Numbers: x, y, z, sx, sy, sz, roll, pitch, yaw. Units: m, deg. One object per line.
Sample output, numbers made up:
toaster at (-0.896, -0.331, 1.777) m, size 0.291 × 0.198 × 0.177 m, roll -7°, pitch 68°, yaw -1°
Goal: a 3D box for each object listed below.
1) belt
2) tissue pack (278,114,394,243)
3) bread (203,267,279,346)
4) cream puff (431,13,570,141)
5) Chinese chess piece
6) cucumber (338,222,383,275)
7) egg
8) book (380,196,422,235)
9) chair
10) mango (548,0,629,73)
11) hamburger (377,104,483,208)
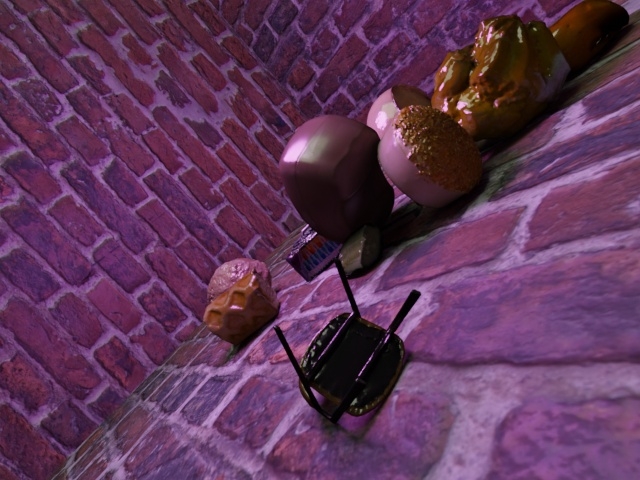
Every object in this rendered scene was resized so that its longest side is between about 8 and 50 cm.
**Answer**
belt at (0.000, 0.000, 1.611) m, size 0.295 × 0.160 × 0.207 m, roll -42°, pitch 9°, yaw -3°
tissue pack at (0.042, -0.172, 1.249) m, size 0.277 × 0.387 × 0.267 m, roll 17°, pitch 66°, yaw 31°
bread at (-0.286, 0.247, 1.553) m, size 0.252 × 0.238 × 0.196 m, roll -36°, pitch 44°, yaw 1°
cream puff at (0.484, -0.474, 1.183) m, size 0.378 × 0.275 × 0.378 m, roll -18°, pitch 40°, yaw 16°
Chinese chess piece at (0.312, -0.350, 1.350) m, size 0.140 × 0.338 × 0.338 m, roll -48°, pitch 3°, yaw 41°
cucumber at (0.116, 0.037, 1.191) m, size 0.086 × 0.115 × 0.193 m, roll 3°, pitch -22°, yaw -29°
egg at (-0.353, 0.211, 1.835) m, size 0.310 × 0.279 × 0.279 m, roll -47°, pitch 8°, yaw 10°
book at (0.280, -0.108, 1.349) m, size 0.157 × 0.026 × 0.231 m, roll -34°, pitch 11°, yaw 45°
chair at (0.037, 0.174, 0.645) m, size 0.159 × 0.172 × 0.247 m, roll -48°, pitch -33°, yaw -33°
mango at (0.759, -0.602, 1.239) m, size 0.287 × 0.152 × 0.201 m, roll -43°, pitch 0°, yaw -18°
hamburger at (0.286, -0.225, 1.074) m, size 0.179 × 0.276 × 0.294 m, roll -50°, pitch 21°, yaw 38°
